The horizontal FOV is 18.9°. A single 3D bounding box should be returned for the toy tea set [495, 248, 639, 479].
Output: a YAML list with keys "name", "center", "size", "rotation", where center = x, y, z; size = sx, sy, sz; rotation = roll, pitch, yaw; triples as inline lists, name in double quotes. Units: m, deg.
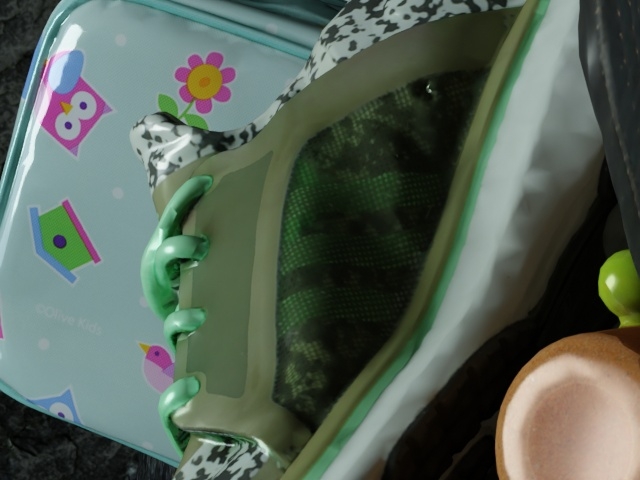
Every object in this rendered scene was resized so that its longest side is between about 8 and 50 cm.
- name: "toy tea set"
  center: [0.141, 0.080, 0.517]
  size: [0.200, 0.124, 0.336]
  rotation: [34, 106, 39]

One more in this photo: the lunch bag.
- name: "lunch bag"
  center: [0.000, 0.000, 0.846]
  size: [0.108, 0.279, 0.224]
  rotation: [-48, -23, -71]

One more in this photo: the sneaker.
- name: "sneaker"
  center: [-0.003, 0.026, 0.673]
  size: [0.410, 0.182, 0.158]
  rotation: [-55, -30, -28]

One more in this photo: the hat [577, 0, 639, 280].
- name: "hat"
  center: [0.163, -0.060, 0.345]
  size: [0.331, 0.134, 0.331]
  rotation: [-176, 90, -73]
